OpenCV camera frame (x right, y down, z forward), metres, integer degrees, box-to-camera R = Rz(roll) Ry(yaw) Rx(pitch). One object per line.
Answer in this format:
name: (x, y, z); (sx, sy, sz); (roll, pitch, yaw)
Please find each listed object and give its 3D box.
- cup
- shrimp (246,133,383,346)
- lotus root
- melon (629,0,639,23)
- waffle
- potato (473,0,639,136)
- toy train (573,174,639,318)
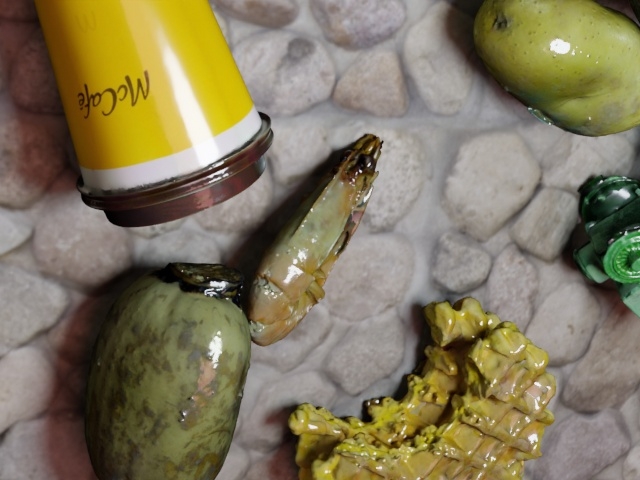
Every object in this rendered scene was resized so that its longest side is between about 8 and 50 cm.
cup: (-0.163, -0.161, 1.121); (0.196, 0.196, 0.280); (-25, 113, -18)
shrimp: (0.000, -0.001, 1.337); (0.267, 0.061, 0.145); (-64, 156, -8)
lotus root: (-0.158, 0.172, 1.265); (0.173, 0.173, 0.309); (4, 109, -30)
melon: (0.462, -0.301, 1.306); (0.301, 0.237, 0.237); (-21, 121, -43)
waffle: (0.127, 0.230, 1.463); (0.324, 0.151, 0.261); (-35, 128, -7)
potato: (0.269, -0.200, 1.346); (0.248, 0.169, 0.143); (20, 79, -40)
toy train: (0.450, -0.019, 1.503); (0.266, 0.145, 0.202); (-37, 122, 22)
